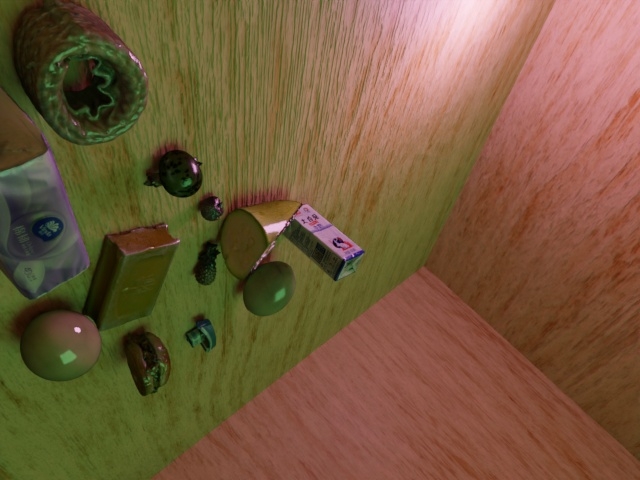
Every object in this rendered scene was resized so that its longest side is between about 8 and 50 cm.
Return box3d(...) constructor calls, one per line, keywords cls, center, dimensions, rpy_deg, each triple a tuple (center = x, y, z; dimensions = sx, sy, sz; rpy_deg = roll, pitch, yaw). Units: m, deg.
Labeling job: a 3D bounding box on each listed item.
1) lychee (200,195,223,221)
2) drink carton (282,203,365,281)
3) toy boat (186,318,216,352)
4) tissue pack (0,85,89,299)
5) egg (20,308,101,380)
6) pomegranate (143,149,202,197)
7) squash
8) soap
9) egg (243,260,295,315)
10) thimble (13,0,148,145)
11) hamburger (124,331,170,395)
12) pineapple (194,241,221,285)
box3d(cls="lychee", center=(-0.317, -0.094, 1.617), dimensions=(0.083, 0.068, 0.067), rpy_deg=(-36, -156, 20))
box3d(cls="drink carton", center=(0.000, 0.000, 2.017), dimensions=(0.130, 0.315, 0.107), rpy_deg=(-20, 143, -48))
box3d(cls="toy boat", center=(-0.467, 0.377, 2.146), dimensions=(0.102, 0.088, 0.215), rpy_deg=(-30, 155, -26))
box3d(cls="tissue pack", center=(-0.556, -0.082, 0.984), dimensions=(0.160, 0.242, 0.338), rpy_deg=(-34, 156, -28))
box3d(cls="egg", center=(-0.682, 0.278, 1.460), dimensions=(0.186, 0.186, 0.242), rpy_deg=(-40, 166, -13))
box3d(cls="pomegranate", center=(-0.369, -0.161, 1.370), dimensions=(0.161, 0.122, 0.122), rpy_deg=(-14, 155, 1))
box3d(cls="squash", center=(-0.158, -0.022, 1.843), dimensions=(0.309, 0.210, 0.234), rpy_deg=(-10, 146, -48))
box3d(cls="soap", center=(-0.535, 0.107, 1.556), dimensions=(0.199, 0.091, 0.315), rpy_deg=(-14, 142, -50))
box3d(cls="egg", center=(-0.200, 0.188, 2.157), dimensions=(0.253, 0.186, 0.186), rpy_deg=(-48, 159, 18))
box3d(cls="thimble", center=(-0.428, -0.293, 0.979), dimensions=(0.196, 0.148, 0.229), rpy_deg=(-42, 156, -4))
box3d(cls="hamburger", center=(-0.585, 0.419, 1.869), dimensions=(0.122, 0.189, 0.215), rpy_deg=(-21, 137, -32))
box3d(cls="pineapple", center=(-0.370, 0.074, 1.824), dimensions=(0.074, 0.074, 0.159), rpy_deg=(-22, 141, -45))
